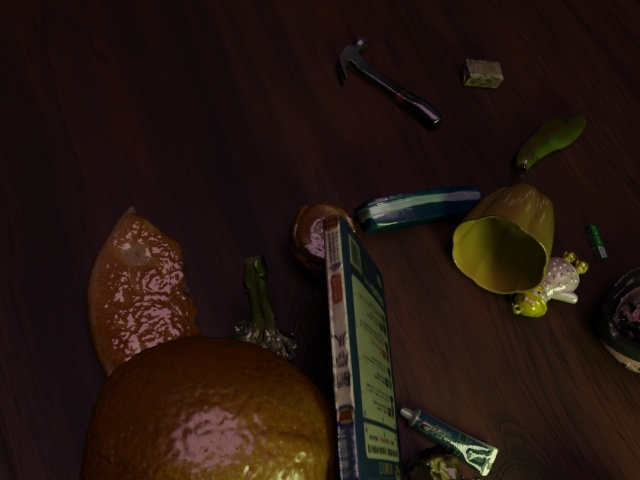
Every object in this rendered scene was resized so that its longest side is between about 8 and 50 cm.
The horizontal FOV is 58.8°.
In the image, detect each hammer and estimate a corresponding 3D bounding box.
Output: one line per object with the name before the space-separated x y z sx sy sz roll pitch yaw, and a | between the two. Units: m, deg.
hammer | 0.163 -0.355 1.333 0.290 0.037 0.137 38 62 5

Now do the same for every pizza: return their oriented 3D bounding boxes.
pizza | -0.306 0.106 0.979 0.182 0.074 0.365 -8 68 -16

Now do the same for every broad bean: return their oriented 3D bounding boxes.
broad bean | 0.543 -0.233 1.367 0.325 0.067 0.075 -39 50 -24

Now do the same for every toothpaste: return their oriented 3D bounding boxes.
toothpaste | 0.632 0.005 1.300 0.017 0.020 0.083 -3 67 -14
toothpaste | 0.229 0.355 1.028 0.197 0.035 0.057 30 78 -1

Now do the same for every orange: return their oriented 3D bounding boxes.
orange | -0.141 0.299 0.800 0.357 0.322 0.322 10 64 -11

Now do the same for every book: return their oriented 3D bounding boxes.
book | 0.076 0.207 0.921 0.039 0.300 0.428 -10 64 16

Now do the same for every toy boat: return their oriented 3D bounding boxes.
toy boat | 0.218 -0.068 1.187 0.299 0.096 0.062 -10 80 -21

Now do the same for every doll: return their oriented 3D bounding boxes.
doll | 0.470 0.094 1.185 0.207 0.081 0.129 -32 58 -23

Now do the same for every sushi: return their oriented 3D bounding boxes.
sushi | 0.257 0.473 0.925 0.131 0.139 0.291 -19 70 -30

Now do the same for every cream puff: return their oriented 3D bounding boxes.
cream puff | 0.003 0.001 1.091 0.126 0.103 0.144 -1 66 -10

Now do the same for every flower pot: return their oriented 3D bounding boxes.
flower pot | 0.389 -0.019 1.164 0.195 0.195 0.179 37 51 4

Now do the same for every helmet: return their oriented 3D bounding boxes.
helmet | 0.684 0.176 1.164 0.253 0.154 0.198 -23 35 -32

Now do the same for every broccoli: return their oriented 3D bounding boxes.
broccoli | -0.104 0.123 0.962 0.118 0.122 0.204 -1 108 14

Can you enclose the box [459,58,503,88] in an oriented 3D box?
box | 0.403 -0.418 1.421 0.098 0.045 0.062 3 65 -15
